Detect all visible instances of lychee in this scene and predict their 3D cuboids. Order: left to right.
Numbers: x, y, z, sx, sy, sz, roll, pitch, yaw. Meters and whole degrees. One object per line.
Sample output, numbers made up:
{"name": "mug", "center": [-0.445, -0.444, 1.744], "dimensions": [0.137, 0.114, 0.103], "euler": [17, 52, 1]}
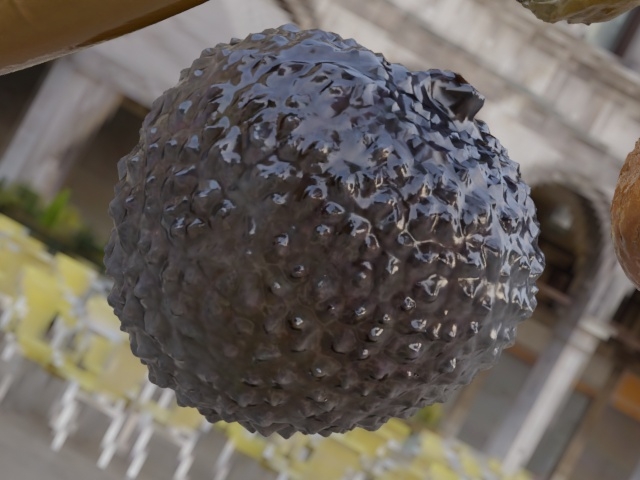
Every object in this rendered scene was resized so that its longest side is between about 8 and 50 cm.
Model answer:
{"name": "lychee", "center": [0.005, 0.001, 1.313], "dimensions": [0.300, 0.300, 0.300], "euler": [28, -1, 1]}

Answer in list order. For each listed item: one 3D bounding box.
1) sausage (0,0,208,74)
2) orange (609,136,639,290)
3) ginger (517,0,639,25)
{"name": "sausage", "center": [-0.094, -0.162, 1.016], "dimensions": [0.328, 0.112, 0.112], "euler": [-15, -28, 32]}
{"name": "orange", "center": [0.315, -0.025, 1.552], "dimensions": [0.161, 0.193, 0.193], "euler": [28, -1, -4]}
{"name": "ginger", "center": [0.261, -0.330, 1.498], "dimensions": [0.166, 0.375, 0.236], "euler": [27, 8, 33]}
